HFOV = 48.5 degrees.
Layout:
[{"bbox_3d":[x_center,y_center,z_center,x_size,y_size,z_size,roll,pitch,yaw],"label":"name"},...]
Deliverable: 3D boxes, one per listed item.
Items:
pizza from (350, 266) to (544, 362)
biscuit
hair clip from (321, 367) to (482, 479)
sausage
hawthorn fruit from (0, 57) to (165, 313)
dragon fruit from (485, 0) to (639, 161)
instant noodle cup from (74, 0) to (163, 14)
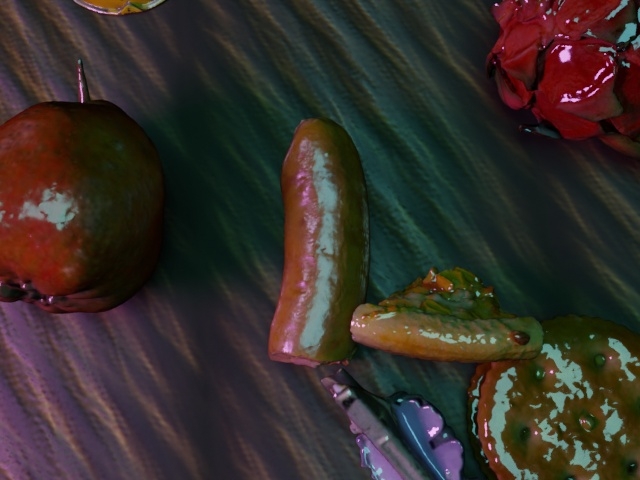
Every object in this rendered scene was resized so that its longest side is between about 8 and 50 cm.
[{"bbox_3d":[0.136,0.071,0.724,0.182,0.161,0.063,8,111,17],"label":"pizza"},{"bbox_3d":[0.263,0.186,0.729,0.220,0.066,0.221,0,76,0],"label":"biscuit"},{"bbox_3d":[0.109,0.242,0.710,0.106,0.084,0.292,-39,83,7],"label":"hair clip"},{"bbox_3d":[0.001,-0.001,0.760,0.108,0.109,0.271,0,79,1],"label":"sausage"},{"bbox_3d":[-0.255,-0.059,0.732,0.210,0.210,0.262,7,69,3],"label":"hawthorn fruit"},{"bbox_3d":[0.315,-0.201,0.770,0.293,0.234,0.234,42,79,-21],"label":"dragon fruit"},{"bbox_3d":[-0.252,-0.384,0.839,0.182,0.144,0.182,0,77,1],"label":"instant noodle cup"}]
